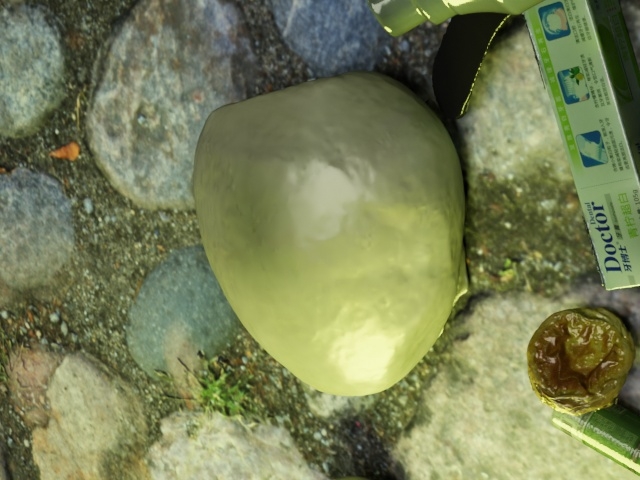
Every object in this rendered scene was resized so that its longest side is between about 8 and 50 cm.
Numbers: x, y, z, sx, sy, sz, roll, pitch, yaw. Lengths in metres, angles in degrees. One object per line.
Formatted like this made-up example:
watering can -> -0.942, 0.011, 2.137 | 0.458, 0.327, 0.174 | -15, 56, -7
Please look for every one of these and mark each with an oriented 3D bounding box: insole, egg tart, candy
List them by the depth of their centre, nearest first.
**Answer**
insole -> 0.182, -0.261, 1.480 | 0.348, 0.009, 0.119 | 111, 145, -50
egg tart -> 0.297, 0.139, 1.551 | 0.130, 0.052, 0.130 | -10, 66, 23
candy -> 0.000, 0.000, 1.714 | 0.386, 0.186, 0.427 | 8, 117, 37

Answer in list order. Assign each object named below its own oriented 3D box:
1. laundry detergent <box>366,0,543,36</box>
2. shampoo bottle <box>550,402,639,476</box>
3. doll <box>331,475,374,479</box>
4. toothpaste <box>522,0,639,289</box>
laundry detergent -> 0.211, -0.335, 1.279 | 0.398, 0.125, 0.264 | -30, 86, 17
shampoo bottle -> 0.361, 0.230, 1.544 | 0.204, 0.065, 0.065 | 29, 125, 32
doll -> 0.036, 0.448, 1.886 | 0.221, 0.221, 0.251 | 4, 88, 43
toothpaste -> 0.302, -0.117, 1.450 | 0.081, 0.067, 0.336 | -11, 100, 44
